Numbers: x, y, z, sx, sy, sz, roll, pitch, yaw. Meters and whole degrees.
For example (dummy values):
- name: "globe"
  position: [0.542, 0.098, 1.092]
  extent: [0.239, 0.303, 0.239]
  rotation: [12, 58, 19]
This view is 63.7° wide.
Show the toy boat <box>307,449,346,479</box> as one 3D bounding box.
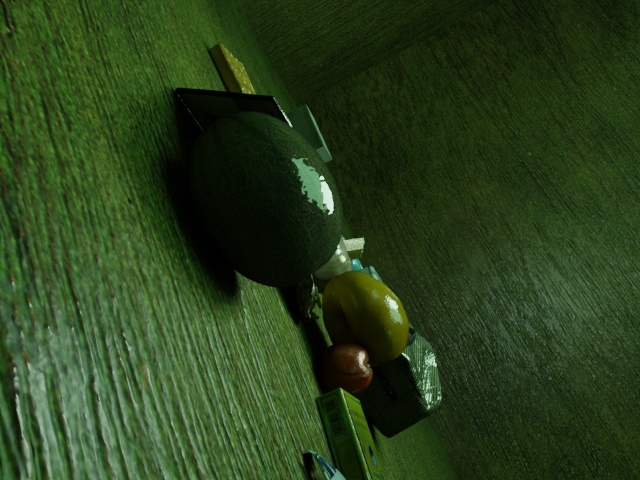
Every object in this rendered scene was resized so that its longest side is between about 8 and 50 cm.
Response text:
- name: "toy boat"
  position: [0.057, 0.479, 0.812]
  extent: [0.292, 0.070, 0.210]
  rotation: [60, 4, -11]

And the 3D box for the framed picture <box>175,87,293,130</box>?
- name: "framed picture"
  position: [-0.141, -0.201, 1.045]
  extent: [0.323, 0.013, 0.244]
  rotation: [18, -29, 42]

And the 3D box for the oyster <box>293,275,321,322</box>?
- name: "oyster"
  position: [-0.060, 0.036, 1.222]
  extent: [0.201, 0.106, 0.355]
  rotation: [-88, 175, -76]

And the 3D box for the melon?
- name: "melon"
  position: [-0.095, -0.072, 0.871]
  extent: [0.302, 0.237, 0.237]
  rotation: [59, 9, -4]

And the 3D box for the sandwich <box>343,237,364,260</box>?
- name: "sandwich"
  position: [0.104, 0.035, 2.066]
  extent: [0.193, 0.162, 0.058]
  rotation: [43, 26, -66]

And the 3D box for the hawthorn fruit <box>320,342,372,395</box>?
- name: "hawthorn fruit"
  position: [0.057, 0.289, 1.160]
  extent: [0.128, 0.128, 0.128]
  rotation: [62, 9, -17]

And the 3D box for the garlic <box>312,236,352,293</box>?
- name: "garlic"
  position: [0.001, 0.044, 1.424]
  extent: [0.228, 0.152, 0.228]
  rotation: [154, -90, -90]

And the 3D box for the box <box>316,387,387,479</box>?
- name: "box"
  position: [0.070, 0.425, 1.045]
  extent: [0.141, 0.064, 0.220]
  rotation: [54, 15, -55]

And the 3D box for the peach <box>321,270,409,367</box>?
- name: "peach"
  position: [0.102, 0.191, 1.260]
  extent: [0.251, 0.153, 0.251]
  rotation: [32, -42, 34]

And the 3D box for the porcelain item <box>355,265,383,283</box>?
- name: "porcelain item"
  position: [0.201, 0.267, 2.006]
  extent: [0.286, 0.157, 0.281]
  rotation: [67, 6, 22]

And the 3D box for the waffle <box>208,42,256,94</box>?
- name: "waffle"
  position: [-0.268, -0.513, 1.713]
  extent: [0.221, 0.055, 0.248]
  rotation: [65, 7, 1]

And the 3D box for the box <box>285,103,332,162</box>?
- name: "box"
  position: [-0.102, -0.219, 1.288]
  extent: [0.130, 0.225, 0.086]
  rotation: [68, 8, 20]

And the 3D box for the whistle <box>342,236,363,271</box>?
- name: "whistle"
  position: [0.120, 0.080, 2.258]
  extent: [0.186, 0.093, 0.274]
  rotation: [104, -37, -84]

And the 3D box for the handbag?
- name: "handbag"
  position: [0.186, 0.344, 1.462]
  extent: [0.240, 0.247, 0.341]
  rotation: [49, 16, -20]
